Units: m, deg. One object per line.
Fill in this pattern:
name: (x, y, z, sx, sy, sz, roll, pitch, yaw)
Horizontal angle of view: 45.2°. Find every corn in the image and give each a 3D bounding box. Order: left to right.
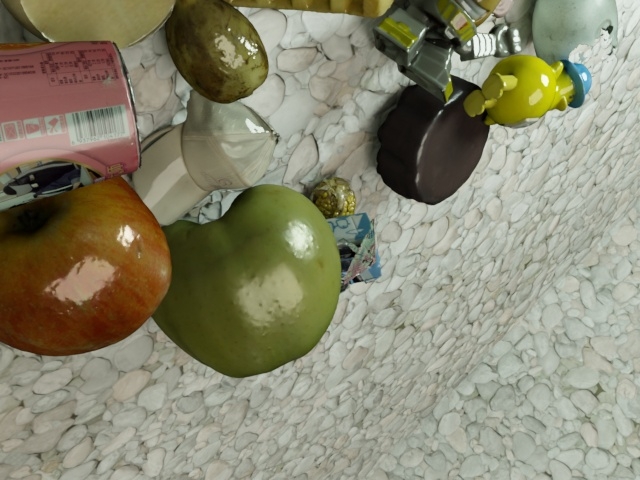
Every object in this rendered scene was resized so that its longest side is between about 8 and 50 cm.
corn: (0.000, 0.000, 1.655, 0.106, 0.106, 0.293, -14, 133, -40)

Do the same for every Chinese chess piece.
Chinese chess piece: (-0.285, -0.356, 0.958, 0.250, 0.103, 0.249, -29, 144, -24)

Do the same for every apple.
apple: (-0.373, 0.023, 1.077, 0.302, 0.301, 0.301, -29, 143, -25)
apple: (-0.132, 0.091, 1.447, 0.311, 0.320, 0.360, -53, 132, -37)

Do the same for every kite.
kite: (0.073, 0.022, 1.468, 0.157, 0.011, 0.139, 33, 80, -55)

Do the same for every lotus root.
lotus root: (-0.163, -0.293, 1.143, 0.138, 0.138, 0.214, -43, 135, -7)

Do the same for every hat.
hat: (-0.190, -0.116, 1.293, 0.226, 0.164, 0.219, -60, 150, -14)

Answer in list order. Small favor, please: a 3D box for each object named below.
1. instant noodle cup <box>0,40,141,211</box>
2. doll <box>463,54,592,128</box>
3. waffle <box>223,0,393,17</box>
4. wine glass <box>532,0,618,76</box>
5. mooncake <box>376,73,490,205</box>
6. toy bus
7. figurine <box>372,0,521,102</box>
instant noodle cup: (-0.357, -0.139, 0.926, 0.255, 0.244, 0.244, -14, 137, -19)
doll: (0.437, -0.310, 1.615, 0.363, 0.145, 0.199, -11, 161, -42)
waffle: (-0.034, -0.398, 1.072, 0.168, 0.274, 0.057, 81, 21, -57)
wine glass: (0.545, -0.524, 1.646, 0.190, 0.190, 0.357, -39, 142, -12)
mooncake: (0.239, -0.220, 1.659, 0.283, 0.141, 0.283, -33, 139, -34)
toy bus: (-0.031, 0.038, 1.554, 0.297, 0.106, 0.131, -10, 128, -7)
figurine: (0.240, -0.432, 1.411, 0.285, 0.167, 0.342, -52, 145, -1)
